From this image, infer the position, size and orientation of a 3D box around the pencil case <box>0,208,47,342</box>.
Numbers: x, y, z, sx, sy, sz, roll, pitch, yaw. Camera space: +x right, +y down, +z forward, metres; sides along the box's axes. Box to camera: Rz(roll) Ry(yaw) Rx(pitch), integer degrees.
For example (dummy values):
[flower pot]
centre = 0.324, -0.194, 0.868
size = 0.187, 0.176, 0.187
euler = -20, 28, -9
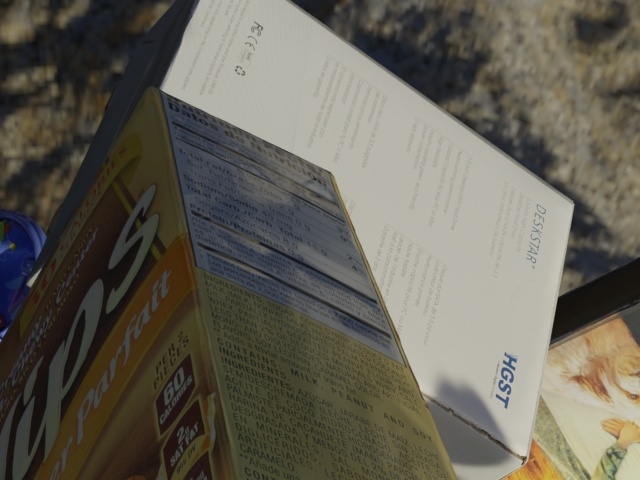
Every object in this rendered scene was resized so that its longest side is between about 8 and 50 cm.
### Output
[pencil case]
centre = -0.195, 0.091, 1.515
size = 0.119, 0.306, 0.133
euler = -12, 59, 28

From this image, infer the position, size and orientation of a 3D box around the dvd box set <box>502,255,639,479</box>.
[dvd box set]
centre = 0.292, 0.191, 1.169
size = 0.307, 0.420, 0.062
euler = -26, 20, 11

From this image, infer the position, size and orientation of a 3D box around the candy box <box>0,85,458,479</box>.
[candy box]
centre = -0.051, 0.093, 0.560
size = 0.087, 0.183, 0.316
euler = 26, 17, -20

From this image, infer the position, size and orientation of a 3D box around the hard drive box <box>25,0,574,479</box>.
[hard drive box]
centre = 0.000, 0.000, 0.879
size = 0.232, 0.089, 0.181
euler = 34, 44, -15
